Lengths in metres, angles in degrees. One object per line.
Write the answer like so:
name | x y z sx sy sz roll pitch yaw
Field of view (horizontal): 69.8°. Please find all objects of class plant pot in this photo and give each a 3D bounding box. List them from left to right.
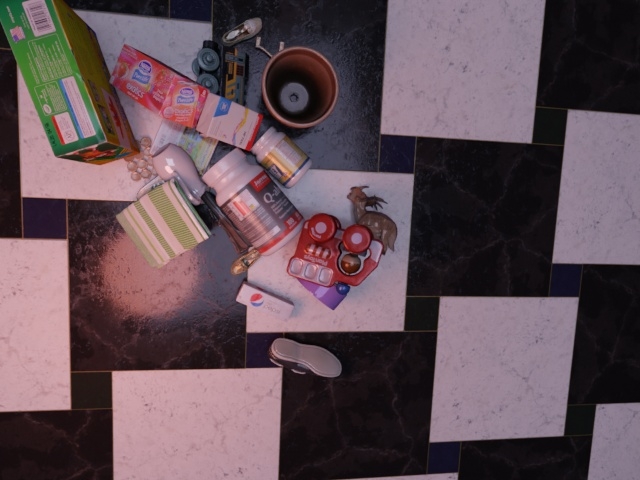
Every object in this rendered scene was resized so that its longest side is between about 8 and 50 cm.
plant pot | -0.080 -0.519 1.617 0.263 0.229 0.263 -1 97 -8

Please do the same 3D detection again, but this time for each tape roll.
tape roll | 0.005 0.174 1.737 0.189 0.189 0.080 41 90 -11

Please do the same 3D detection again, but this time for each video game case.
video game case | -0.481 -0.378 1.669 0.206 0.026 0.227 23 92 -15

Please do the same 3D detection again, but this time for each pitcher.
pitcher | -0.484 -0.224 1.590 0.125 0.178 0.207 -34 120 3

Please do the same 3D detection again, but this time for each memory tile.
memory tile | -0.653 -0.294 1.665 0.113 0.012 0.148 -17 100 -6

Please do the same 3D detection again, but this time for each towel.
towel | -0.554 -0.051 1.613 0.325 0.038 0.248 -26 102 32

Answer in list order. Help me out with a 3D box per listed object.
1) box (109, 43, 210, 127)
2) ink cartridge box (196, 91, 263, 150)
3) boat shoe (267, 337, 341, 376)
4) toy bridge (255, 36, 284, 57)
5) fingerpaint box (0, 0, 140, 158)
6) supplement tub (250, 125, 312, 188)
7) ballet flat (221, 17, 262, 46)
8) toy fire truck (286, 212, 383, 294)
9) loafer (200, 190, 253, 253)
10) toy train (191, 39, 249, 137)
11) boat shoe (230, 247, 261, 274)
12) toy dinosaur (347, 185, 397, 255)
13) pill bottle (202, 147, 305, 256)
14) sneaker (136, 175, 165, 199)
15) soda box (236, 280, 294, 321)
box | -0.529 -0.505 1.504 0.300 0.154 0.142 35 104 28
ink cartridge box | -0.287 -0.392 1.552 0.231 0.078 0.134 11 106 -48
boat shoe | -0.064 0.471 1.816 0.302 0.091 0.114 27 48 -10
toy bridge | -0.145 -0.696 1.689 0.188 0.026 0.063 9 98 -10
fingerpaint box | -0.766 -0.477 1.437 0.163 0.371 0.445 -19 98 -5
supplement tub | -0.143 -0.304 1.677 0.199 0.144 0.144 42 89 -11
ballet flat | -0.279 -0.750 1.647 0.168 0.052 0.057 -34 101 -4
toy fire truck | 0.055 0.049 1.611 0.302 0.169 0.254 18 94 8
loafer | -0.358 -0.060 1.703 0.084 0.096 0.267 -39 104 7
toy train | -0.351 -0.524 1.610 0.190 0.142 0.334 2 91 -25
boat shoe | -0.279 0.078 1.752 0.153 0.048 0.056 -36 101 -3
toy dinosaur | 0.221 -0.070 1.780 0.295 0.127 0.200 34 84 -17
pill bottle | -0.241 -0.138 1.649 0.210 0.210 0.363 -40 101 -2
sneaker | -0.589 -0.184 1.665 0.161 0.057 0.075 -40 96 -5
soda box | -0.213 0.235 1.772 0.216 0.069 0.074 26 92 -12
